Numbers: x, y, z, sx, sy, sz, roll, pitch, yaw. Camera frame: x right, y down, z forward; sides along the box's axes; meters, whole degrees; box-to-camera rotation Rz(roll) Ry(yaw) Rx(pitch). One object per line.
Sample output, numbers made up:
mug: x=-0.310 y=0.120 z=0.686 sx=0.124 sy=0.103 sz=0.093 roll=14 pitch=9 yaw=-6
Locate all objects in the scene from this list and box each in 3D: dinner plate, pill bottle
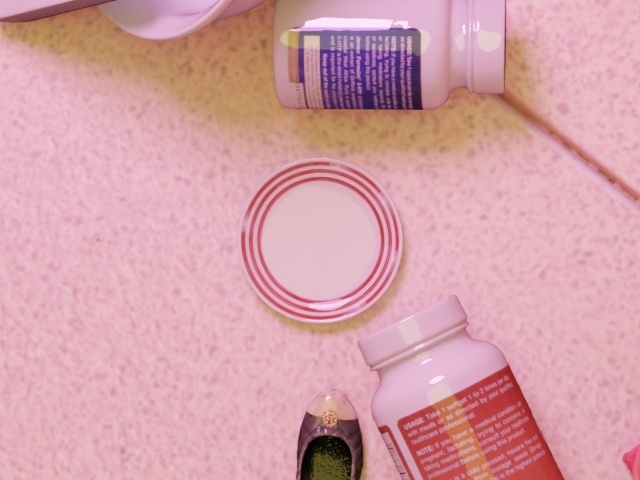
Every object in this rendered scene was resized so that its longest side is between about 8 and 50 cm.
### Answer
dinner plate: x=0.000 y=0.000 z=1.690 sx=0.141 sy=0.017 sz=0.141 roll=0 pitch=90 yaw=7
pill bottle: x=0.059 y=-0.163 z=1.637 sx=0.187 sy=0.112 sz=0.112 roll=1 pitch=90 yaw=6
pill bottle: x=0.117 y=0.160 z=1.625 sx=0.121 sy=0.121 sz=0.216 roll=-25 pitch=88 yaw=5

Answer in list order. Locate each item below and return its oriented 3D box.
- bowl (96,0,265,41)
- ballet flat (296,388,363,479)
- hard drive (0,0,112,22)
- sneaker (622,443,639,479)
bowl: x=-0.078 y=-0.306 z=1.611 sx=0.298 sy=0.134 sz=0.297 roll=2 pitch=93 yaw=50
ballet flat: x=0.004 y=0.211 z=1.672 sx=0.057 sy=0.049 sz=0.173 roll=6 pitch=90 yaw=5
hard drive: x=-0.215 y=-0.346 z=1.639 sx=0.040 sy=0.203 sz=0.307 roll=-3 pitch=90 yaw=-39
sneaker: x=0.314 y=0.215 z=1.626 sx=0.136 sy=0.116 sz=0.313 roll=3 pitch=83 yaw=16
